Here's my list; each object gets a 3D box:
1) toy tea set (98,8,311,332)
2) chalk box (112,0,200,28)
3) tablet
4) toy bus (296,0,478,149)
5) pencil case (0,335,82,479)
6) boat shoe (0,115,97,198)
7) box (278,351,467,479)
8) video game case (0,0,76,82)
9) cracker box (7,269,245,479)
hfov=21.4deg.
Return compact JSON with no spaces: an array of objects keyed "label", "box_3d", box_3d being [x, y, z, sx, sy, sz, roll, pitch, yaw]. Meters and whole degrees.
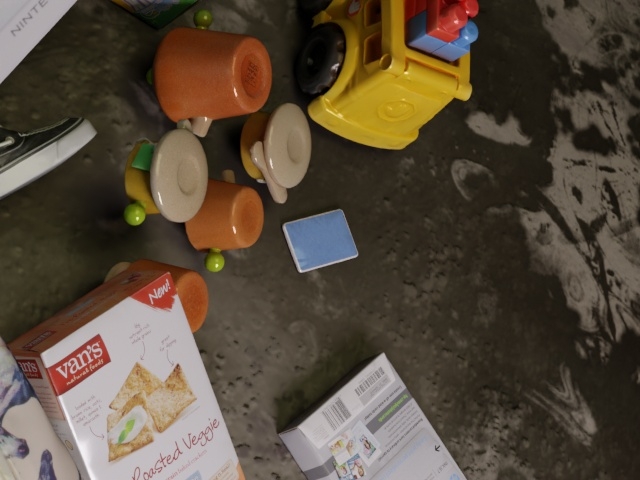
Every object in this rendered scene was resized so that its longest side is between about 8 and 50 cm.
[{"label":"toy tea set","box_3d":[-0.137,-0.060,1.621,0.336,0.124,0.200,-60,140,-40]},{"label":"chalk box","box_3d":[-0.156,-0.307,1.665,0.213,0.132,0.132,30,56,-24]},{"label":"tablet","box_3d":[0.000,0.000,1.747,0.083,0.006,0.054,-15,83,-40]},{"label":"toy bus","box_3d":[0.089,-0.235,1.777,0.149,0.211,0.220,16,62,-31]},{"label":"pencil case","box_3d":[-0.286,0.130,1.268,0.160,0.183,0.410,-34,100,-36]},{"label":"boat shoe","box_3d":[-0.293,-0.072,1.501,0.219,0.078,0.070,-33,95,-39]},{"label":"box","box_3d":[0.061,0.226,1.684,0.145,0.038,0.186,-38,96,-40]},{"label":"video game case","box_3d":[-0.281,-0.309,1.407,0.300,0.036,0.329,-49,143,-12]},{"label":"cracker box","box_3d":[-0.165,0.161,1.470,0.156,0.067,0.232,-35,114,-40]}]
